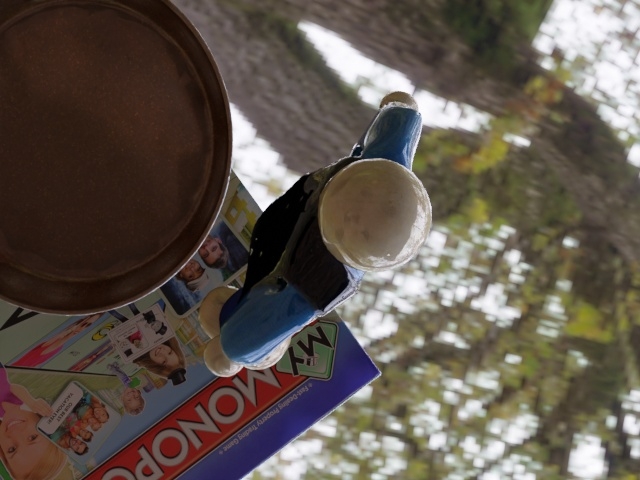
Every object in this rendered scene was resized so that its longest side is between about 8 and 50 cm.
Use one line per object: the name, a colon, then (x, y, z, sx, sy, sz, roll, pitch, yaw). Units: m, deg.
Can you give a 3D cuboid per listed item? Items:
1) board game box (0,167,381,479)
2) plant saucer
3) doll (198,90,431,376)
board game box: (-0.148, 0.100, 1.278, 0.317, 0.046, 0.213, -37, -91, -8)
plant saucer: (-0.119, -0.049, 0.908, 0.168, 0.029, 0.169, 1, -86, 14)
doll: (0.000, 0.000, 0.685, 0.129, 0.046, 0.189, -54, -176, -14)
